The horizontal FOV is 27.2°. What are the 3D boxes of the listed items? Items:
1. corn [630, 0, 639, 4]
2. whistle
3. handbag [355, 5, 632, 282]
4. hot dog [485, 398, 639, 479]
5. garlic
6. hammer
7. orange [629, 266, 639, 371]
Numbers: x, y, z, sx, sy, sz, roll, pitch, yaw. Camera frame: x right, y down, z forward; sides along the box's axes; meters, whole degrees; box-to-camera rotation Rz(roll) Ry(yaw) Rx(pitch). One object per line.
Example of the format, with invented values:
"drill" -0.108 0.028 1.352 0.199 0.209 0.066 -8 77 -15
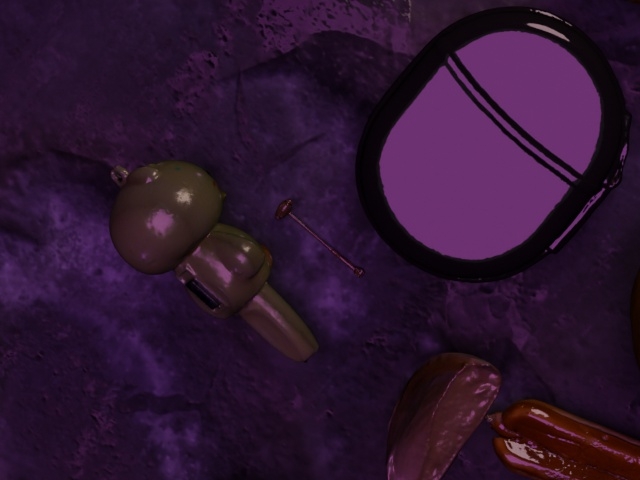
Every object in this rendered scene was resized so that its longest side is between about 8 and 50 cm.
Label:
"corn" 0.407 -0.279 1.338 0.321 0.119 0.119 6 98 12
"whistle" -0.113 0.012 1.467 0.294 0.141 0.141 34 102 -16
"handbag" 0.183 -0.097 1.406 0.254 0.093 0.308 40 101 3
"hot dog" 0.290 0.239 1.449 0.235 0.062 0.092 25 101 2
"garlic" 0.127 0.195 1.447 0.087 0.101 0.195 29 105 -11
"hammer" 0.000 0.000 1.487 0.123 0.014 0.029 40 110 1
"orange" 0.449 0.080 1.322 0.279 0.235 0.279 -1 86 18
